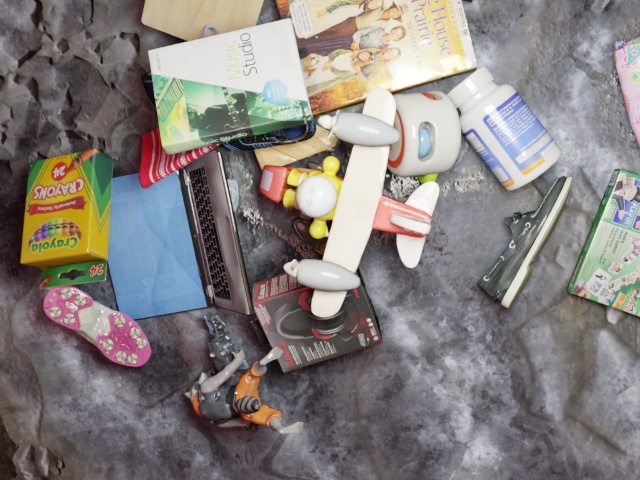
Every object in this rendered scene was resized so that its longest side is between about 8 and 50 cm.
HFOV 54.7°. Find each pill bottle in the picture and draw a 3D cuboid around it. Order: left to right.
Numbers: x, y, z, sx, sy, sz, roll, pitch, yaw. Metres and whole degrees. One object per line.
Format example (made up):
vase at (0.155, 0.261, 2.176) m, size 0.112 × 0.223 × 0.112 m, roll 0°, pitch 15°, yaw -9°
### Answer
pill bottle at (0.417, -0.263, 1.435) m, size 0.152 × 0.152 × 0.272 m, roll -37°, pitch 92°, yaw 8°

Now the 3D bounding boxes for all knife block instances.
knife block at (-0.113, -0.297, 1.511) m, size 0.275 × 0.088 × 0.242 m, roll -19°, pitch 95°, yaw 8°

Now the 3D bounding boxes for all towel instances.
towel at (-0.309, -0.246, 1.436) m, size 0.274 × 0.199 × 0.031 m, roll -28°, pitch 134°, yaw 17°

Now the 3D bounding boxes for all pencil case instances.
pencil case at (0.762, -0.330, 1.411) m, size 0.124 × 0.124 × 0.284 m, roll -16°, pitch 96°, yaw 7°

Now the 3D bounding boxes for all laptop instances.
laptop at (-0.373, 0.008, 1.504) m, size 0.236 × 0.408 × 0.382 m, roll -14°, pitch 96°, yaw -27°

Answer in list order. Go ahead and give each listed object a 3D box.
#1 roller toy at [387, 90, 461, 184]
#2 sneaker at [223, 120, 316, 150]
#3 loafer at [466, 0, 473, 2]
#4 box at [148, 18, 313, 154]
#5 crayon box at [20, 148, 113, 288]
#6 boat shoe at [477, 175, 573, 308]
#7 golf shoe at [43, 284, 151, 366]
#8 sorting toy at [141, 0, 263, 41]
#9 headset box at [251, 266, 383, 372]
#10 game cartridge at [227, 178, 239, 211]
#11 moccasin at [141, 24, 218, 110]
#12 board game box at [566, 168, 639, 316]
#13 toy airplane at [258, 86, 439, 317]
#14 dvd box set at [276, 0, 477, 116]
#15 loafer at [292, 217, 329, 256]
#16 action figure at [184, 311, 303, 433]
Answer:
roller toy at (0.217, -0.245, 1.422) m, size 0.146 × 0.191 × 0.209 m, roll -8°, pitch 66°, yaw -15°
sneaker at (-0.126, -0.254, 1.427) m, size 0.232 × 0.090 × 0.081 m, roll -8°, pitch 96°, yaw 6°
loafer at (0.418, -0.627, 1.428) m, size 0.220 × 0.080 × 0.078 m, roll -44°, pitch 91°, yaw 8°
box at (-0.194, -0.329, 1.323) m, size 0.321 × 0.058 × 0.232 m, roll -13°, pitch 75°, yaw 3°
crayon box at (-0.619, -0.052, 1.516) m, size 0.202 × 0.081 × 0.319 m, roll -9°, pitch 73°, yaw 16°
boat shoe at (0.481, -0.012, 1.476) m, size 0.113 × 0.127 × 0.340 m, roll 29°, pitch 102°, yaw 25°
golf shoe at (-0.574, 0.216, 1.611) m, size 0.306 × 0.140 × 0.115 m, roll 43°, pitch 73°, yaw -19°
sorting toy at (-0.259, -0.596, 1.450) m, size 0.255 × 0.089 × 0.257 m, roll 18°, pitch 124°, yaw -12°
headset box at (-0.021, 0.181, 1.516) m, size 0.293 × 0.110 × 0.218 m, roll -18°, pitch 115°, yaw 7°
game cartridge at (-0.235, -0.115, 1.581) m, size 0.056 × 0.017 × 0.083 m, roll 2°, pitch 97°, yaw 1°
moccasin at (-0.284, -0.410, 1.450) m, size 0.342 × 0.138 × 0.117 m, roll -25°, pitch 119°, yaw 20°
board game box at (0.755, 0.012, 1.487) m, size 0.213 × 0.046 × 0.317 m, roll 20°, pitch 98°, yaw 2°
toy airplane at (0.056, -0.075, 1.320) m, size 0.384 × 0.272 × 0.386 m, roll -30°, pitch 75°, yaw 25°
dvd box set at (0.131, -0.497, 1.480) m, size 0.420 × 0.062 × 0.308 m, roll -14°, pitch 95°, yaw 7°
loafer at (0.000, 0.000, 1.548) m, size 0.170 × 0.061 × 0.062 m, roll 35°, pitch 98°, yaw 1°
action figure at (-0.222, 0.349, 1.523) m, size 0.330 × 0.178 × 0.341 m, roll -19°, pitch 98°, yaw 40°
